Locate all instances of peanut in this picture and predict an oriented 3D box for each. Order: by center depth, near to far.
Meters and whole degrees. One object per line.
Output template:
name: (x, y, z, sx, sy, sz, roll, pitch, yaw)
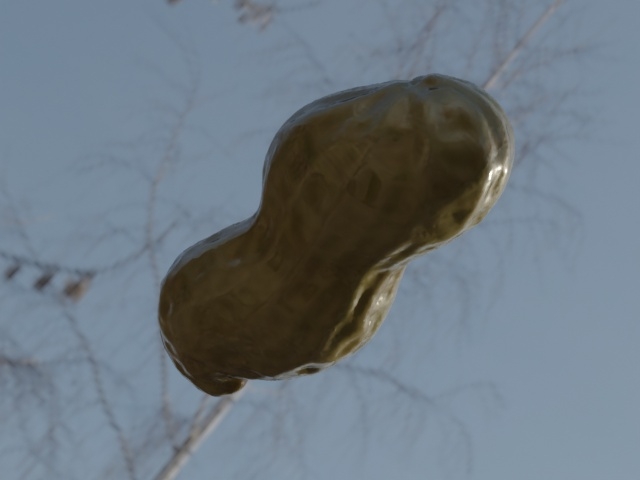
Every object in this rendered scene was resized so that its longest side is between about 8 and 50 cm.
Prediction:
peanut: (0.000, 0.000, 0.705, 0.082, 0.082, 0.187, 41, -57, -1)
